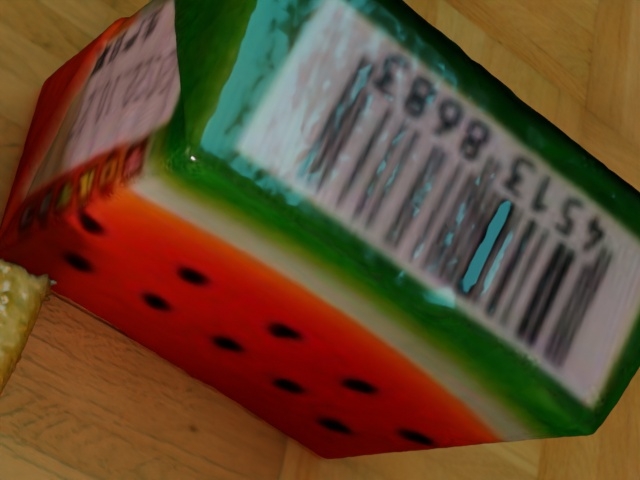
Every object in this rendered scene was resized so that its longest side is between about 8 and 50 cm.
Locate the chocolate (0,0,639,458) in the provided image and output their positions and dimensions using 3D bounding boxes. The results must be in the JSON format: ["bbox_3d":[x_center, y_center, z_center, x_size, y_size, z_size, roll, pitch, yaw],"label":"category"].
[{"bbox_3d":[0.000,0.000,0.879,0.360,0.341,0.161,35,62,-22],"label":"chocolate"}]

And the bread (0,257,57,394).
[{"bbox_3d":[-0.269,0.054,0.752,0.229,0.143,0.139,21,56,-29],"label":"bread"}]
